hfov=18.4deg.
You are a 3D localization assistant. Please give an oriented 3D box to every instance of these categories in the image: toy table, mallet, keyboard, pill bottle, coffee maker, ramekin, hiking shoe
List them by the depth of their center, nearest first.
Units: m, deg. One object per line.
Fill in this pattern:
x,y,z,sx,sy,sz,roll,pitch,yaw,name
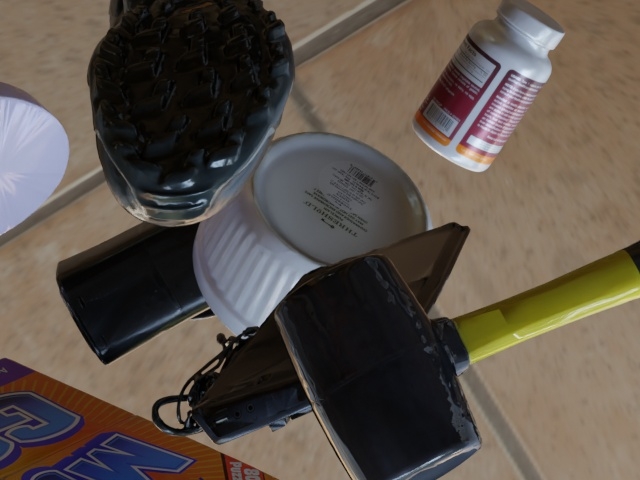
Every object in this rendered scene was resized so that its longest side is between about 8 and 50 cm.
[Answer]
0.084,0.020,0.549,0.189,0.039,0.062,-14,73,-17,mallet
0.004,0.042,0.725,0.100,0.192,0.038,-18,98,16,keyboard
-0.075,-0.081,1.141,0.113,0.304,0.132,3,123,-3,hiking shoe
-0.358,-0.101,1.691,0.161,0.274,0.252,44,101,26,toy table
0.000,0.000,1.730,0.207,0.207,0.109,25,135,0,ramekin
0.157,-0.146,1.817,0.086,0.086,0.152,33,108,-1,pill bottle
-0.155,0.028,1.866,0.178,0.171,0.120,-29,80,1,coffee maker

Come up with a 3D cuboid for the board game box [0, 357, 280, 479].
-0.298,0.373,1.840,0.356,0.356,0.356,20,115,30,board game box
